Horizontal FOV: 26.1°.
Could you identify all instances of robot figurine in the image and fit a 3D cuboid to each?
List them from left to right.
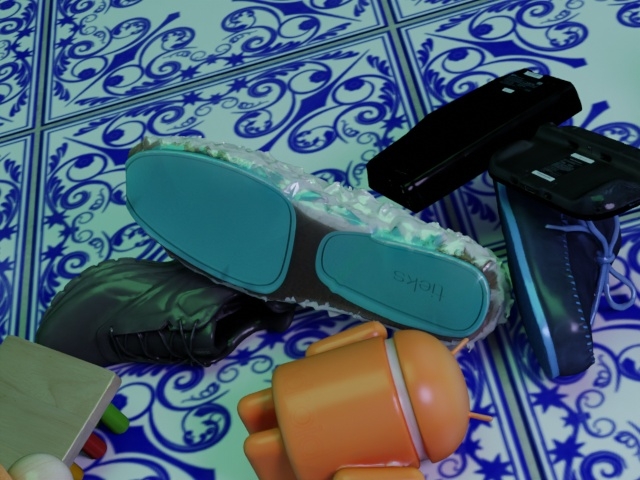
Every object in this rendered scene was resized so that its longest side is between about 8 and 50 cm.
[{"bbox_3d":[0.039,0.156,1.244,0.219,0.128,0.158,-17,11,4],"label":"robot figurine"}]

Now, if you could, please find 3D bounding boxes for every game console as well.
[{"bbox_3d":[0.194,-0.078,1.348,0.213,0.044,0.361,-32,25,-12],"label":"game console"}]

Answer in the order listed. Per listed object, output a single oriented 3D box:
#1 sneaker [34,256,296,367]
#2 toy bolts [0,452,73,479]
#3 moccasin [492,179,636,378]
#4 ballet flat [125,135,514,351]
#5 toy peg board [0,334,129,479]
[{"bbox_3d":[-0.159,0.079,1.437,0.286,0.109,0.130,-21,45,0],"label":"sneaker"},{"bbox_3d":[-0.270,0.299,1.178,0.158,0.218,0.228,-25,-8,-29],"label":"toy bolts"},{"bbox_3d":[0.239,-0.009,1.354,0.117,0.137,0.342,-9,40,5],"label":"moccasin"},{"bbox_3d":[0.000,0.000,1.390,0.409,0.147,0.147,22,50,11],"label":"ballet flat"},{"bbox_3d":[-0.281,0.197,1.379,0.161,0.079,0.160,14,64,36],"label":"toy peg board"}]
